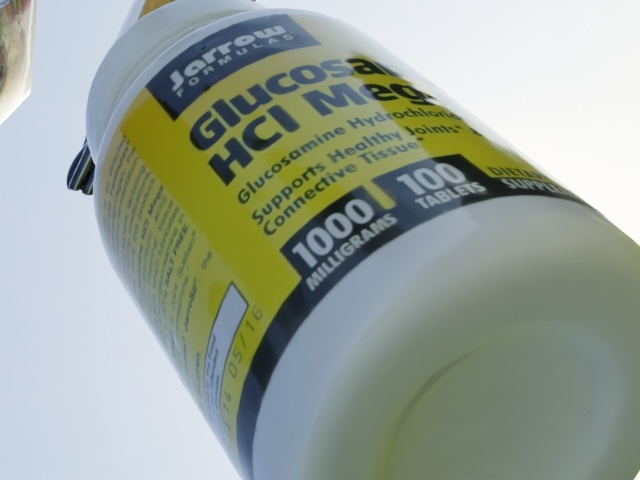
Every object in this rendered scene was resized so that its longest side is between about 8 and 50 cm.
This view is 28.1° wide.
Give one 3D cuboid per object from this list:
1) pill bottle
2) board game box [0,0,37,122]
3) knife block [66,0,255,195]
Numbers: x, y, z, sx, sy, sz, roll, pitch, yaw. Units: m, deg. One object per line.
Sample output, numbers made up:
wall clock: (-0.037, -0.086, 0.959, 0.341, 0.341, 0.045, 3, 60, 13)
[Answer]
pill bottle: (0.000, 0.000, 0.620, 0.334, 0.188, 0.187, 47, 152, 50)
board game box: (-0.311, -0.064, 0.498, 0.318, 0.318, 0.065, -76, -4, -66)
knife block: (-0.153, -0.155, 1.179, 0.242, 0.088, 0.275, -139, 69, -71)
